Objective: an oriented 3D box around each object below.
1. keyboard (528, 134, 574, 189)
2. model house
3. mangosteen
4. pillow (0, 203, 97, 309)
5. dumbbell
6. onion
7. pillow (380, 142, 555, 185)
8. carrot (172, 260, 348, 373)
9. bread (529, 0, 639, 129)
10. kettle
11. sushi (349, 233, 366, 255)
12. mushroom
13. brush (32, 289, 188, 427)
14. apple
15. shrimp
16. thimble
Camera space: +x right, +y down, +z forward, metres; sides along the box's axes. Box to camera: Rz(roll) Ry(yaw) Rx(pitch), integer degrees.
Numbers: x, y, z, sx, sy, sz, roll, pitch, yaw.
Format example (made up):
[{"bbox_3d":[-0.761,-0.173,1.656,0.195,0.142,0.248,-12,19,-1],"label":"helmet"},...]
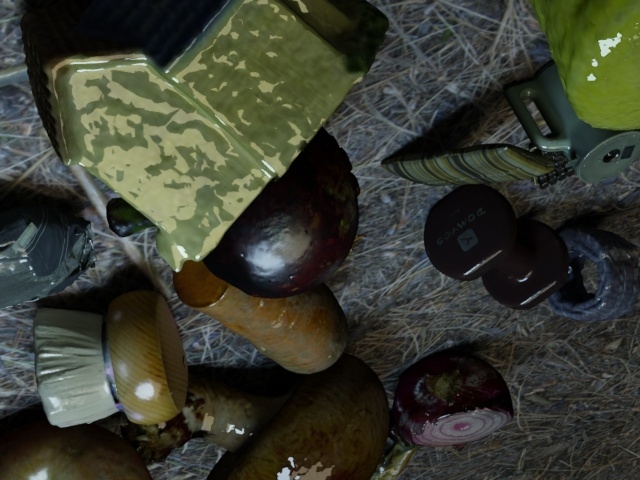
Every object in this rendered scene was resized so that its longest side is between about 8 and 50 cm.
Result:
[{"bbox_3d":[0.440,-0.165,2.055,0.317,0.027,0.106,-26,149,-1],"label":"keyboard"},{"bbox_3d":[-0.143,-0.188,1.444,0.266,0.261,0.321,37,98,-29],"label":"model house"},{"bbox_3d":[-0.098,-0.036,1.669,0.289,0.231,0.231,-17,149,1],"label":"mangosteen"},{"bbox_3d":[-0.420,0.044,1.679,0.335,0.093,0.161,-21,155,-9],"label":"pillow"},{"bbox_3d":[0.254,0.012,2.092,0.140,0.124,0.225,-38,147,19],"label":"dumbbell"},{"bbox_3d":[0.223,0.280,2.467,0.195,0.140,0.218,-22,150,2],"label":"onion"},{"bbox_3d":[0.187,-0.095,1.881,0.203,0.038,0.113,-6,166,43],"label":"pillow"},{"bbox_3d":[-0.067,0.085,1.962,0.138,0.139,0.302,-34,148,14],"label":"carrot"},{"bbox_3d":[0.352,-0.307,1.499,0.348,0.308,0.348,-24,154,-13],"label":"bread"},{"bbox_3d":[0.328,-0.153,1.872,0.127,0.148,0.098,-32,150,8],"label":"kettle"},{"bbox_3d":[0.001,0.004,1.956,0.118,0.061,0.060,-18,161,-10],"label":"sushi"},{"bbox_3d":[-0.087,0.289,2.212,0.334,0.356,0.331,-52,164,-36],"label":"mushroom"},{"bbox_3d":[-0.269,0.168,1.931,0.166,0.174,0.267,-11,167,3],"label":"brush"},{"bbox_3d":[-0.371,0.402,2.081,0.301,0.301,0.301,-19,149,-12],"label":"apple"},{"bbox_3d":[0.064,0.381,2.564,0.272,0.085,0.445,-30,152,-3],"label":"shrimp"},{"bbox_3d":[0.415,0.052,2.248,0.097,0.150,0.150,4,138,-42],"label":"thimble"}]
